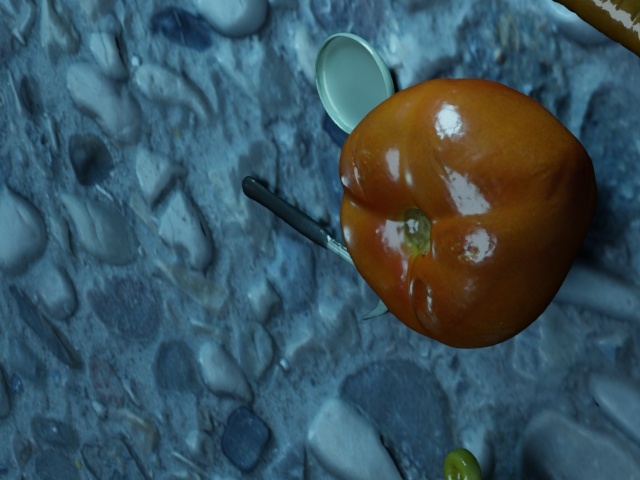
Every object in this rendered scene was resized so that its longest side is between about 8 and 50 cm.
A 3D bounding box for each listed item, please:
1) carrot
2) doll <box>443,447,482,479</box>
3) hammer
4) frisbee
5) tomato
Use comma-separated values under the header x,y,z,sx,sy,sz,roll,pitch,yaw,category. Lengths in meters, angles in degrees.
x,y,z,sx,sy,sz,roll,pitch,yaw,category
0.276,-0.174,1.613,0.336,0.069,0.069,40,138,19,carrot
0.163,0.430,2.030,0.348,0.161,0.423,144,107,-72,doll
0.000,0.000,2.076,0.246,0.029,0.103,33,133,37,hammer
0.035,-0.154,1.950,0.110,0.014,0.110,28,130,40,frisbee
0.133,-0.033,1.763,0.260,0.180,0.260,26,127,40,tomato
